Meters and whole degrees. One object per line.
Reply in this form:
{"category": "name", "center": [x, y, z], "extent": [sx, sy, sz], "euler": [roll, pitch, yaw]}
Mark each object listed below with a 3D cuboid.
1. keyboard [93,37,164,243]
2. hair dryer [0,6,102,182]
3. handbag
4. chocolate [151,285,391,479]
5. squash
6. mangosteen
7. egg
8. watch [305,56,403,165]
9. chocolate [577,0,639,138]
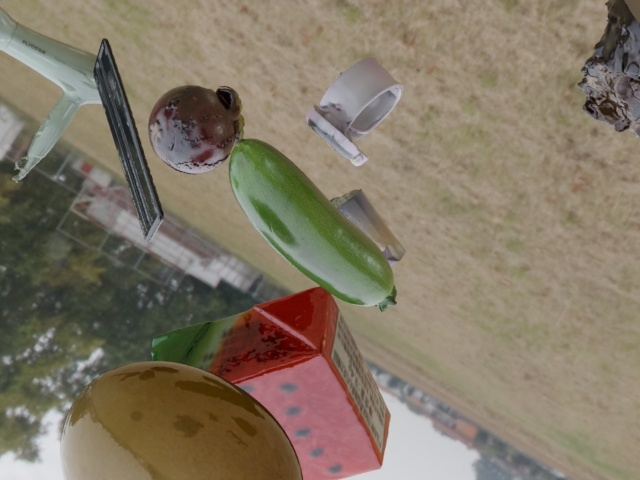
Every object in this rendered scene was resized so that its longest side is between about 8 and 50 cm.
{"category": "keyboard", "center": [-0.287, -0.185, 0.996], "extent": [0.381, 0.041, 0.103], "euler": [64, 148, 10]}
{"category": "hair dryer", "center": [-0.446, -0.205, 1.119], "extent": [0.206, 0.237, 0.075], "euler": [22, -177, -36]}
{"category": "handbag", "center": [0.058, -0.013, 1.298], "extent": [0.173, 0.117, 0.095], "euler": [56, -154, -5]}
{"category": "chocolate", "center": [-0.081, 0.293, 1.291], "extent": [0.161, 0.341, 0.360], "euler": [-93, -19, -56]}
{"category": "squash", "center": [0.000, 0.000, 1.032], "extent": [0.107, 0.107, 0.395], "euler": [25, 166, 48]}
{"category": "mangosteen", "center": [-0.210, -0.201, 1.273], "extent": [0.166, 0.180, 0.166], "euler": [28, 131, 38]}
{"category": "egg", "center": [-0.166, 0.286, 0.876], "extent": [0.322, 0.250, 0.250], "euler": [43, 171, -14]}
{"category": "watch", "center": [0.095, -0.316, 1.750], "extent": [0.196, 0.231, 0.244], "euler": [50, -170, 10]}
{"category": "chocolate", "center": [0.479, -0.245, 1.114], "extent": [0.206, 0.177, 0.224], "euler": [-20, -113, -47]}
